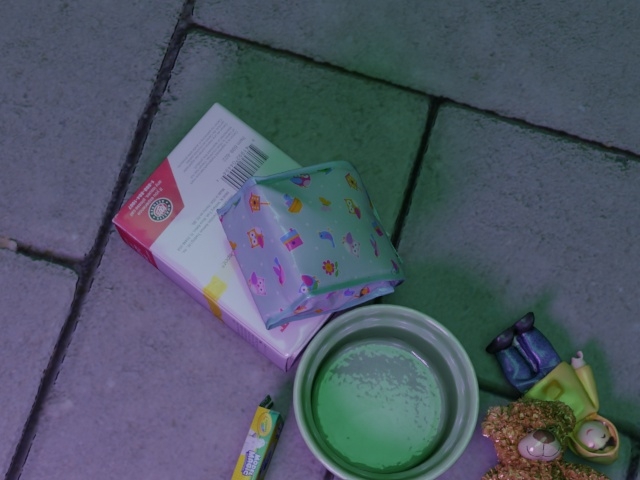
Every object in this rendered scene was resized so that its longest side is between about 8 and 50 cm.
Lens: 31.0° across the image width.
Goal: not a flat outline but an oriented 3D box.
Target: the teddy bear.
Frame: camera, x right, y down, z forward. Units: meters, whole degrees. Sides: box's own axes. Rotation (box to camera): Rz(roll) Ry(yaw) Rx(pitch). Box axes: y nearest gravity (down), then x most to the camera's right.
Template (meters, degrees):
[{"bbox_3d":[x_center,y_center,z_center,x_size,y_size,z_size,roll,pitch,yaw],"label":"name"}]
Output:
[{"bbox_3d":[0.351,0.429,1.871,0.245,0.113,0.338,16,91,15],"label":"teddy bear"}]

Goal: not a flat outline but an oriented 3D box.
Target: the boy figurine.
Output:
[{"bbox_3d":[0.400,0.270,1.971,0.177,0.092,0.285,-31,75,-14],"label":"boy figurine"}]

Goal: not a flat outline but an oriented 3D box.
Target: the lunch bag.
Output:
[{"bbox_3d":[0.000,0.000,1.821,0.262,0.160,0.223,-13,72,-42],"label":"lunch bag"}]

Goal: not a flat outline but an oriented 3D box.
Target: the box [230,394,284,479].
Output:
[{"bbox_3d":[-0.103,0.349,1.909,0.043,0.105,0.179,16,74,8],"label":"box"}]

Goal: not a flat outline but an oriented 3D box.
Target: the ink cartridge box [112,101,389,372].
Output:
[{"bbox_3d":[-0.116,-0.001,1.982,0.384,0.160,0.279,38,76,8],"label":"ink cartridge box"}]

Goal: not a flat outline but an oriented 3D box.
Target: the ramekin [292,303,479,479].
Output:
[{"bbox_3d":[0.103,0.269,1.922,0.303,0.148,0.303,1,74,-3],"label":"ramekin"}]
